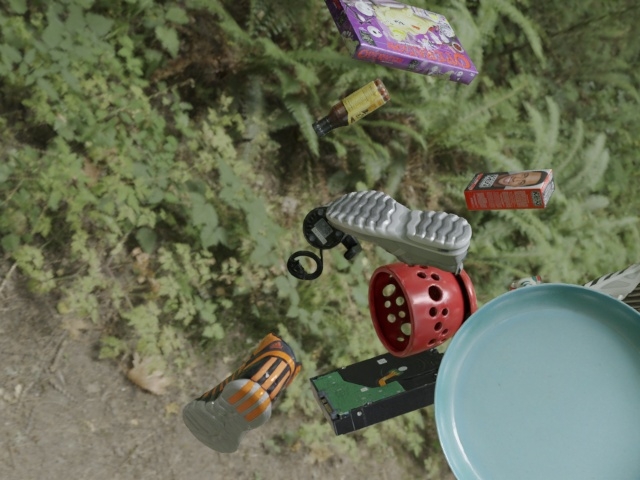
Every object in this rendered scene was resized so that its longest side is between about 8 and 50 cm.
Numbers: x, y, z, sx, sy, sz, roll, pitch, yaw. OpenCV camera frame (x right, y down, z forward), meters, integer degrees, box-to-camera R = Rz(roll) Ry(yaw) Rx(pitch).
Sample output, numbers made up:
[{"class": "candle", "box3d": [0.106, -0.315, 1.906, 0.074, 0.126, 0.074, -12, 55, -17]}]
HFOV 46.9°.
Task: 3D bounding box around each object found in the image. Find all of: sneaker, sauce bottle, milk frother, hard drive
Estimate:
[{"class": "sneaker", "box3d": [0.494, 0.129, 1.764, 0.161, 0.075, 0.057, -53, 136, -68]}, {"class": "sneaker", "box3d": [0.688, 0.170, 1.530, 0.169, 0.257, 0.447, 64, 18, -12]}, {"class": "sauce bottle", "box3d": [0.046, -0.204, 1.149, 0.042, 0.128, 0.042, 53, 16, -23]}, {"class": "milk frother", "box3d": [0.000, 0.000, 1.481, 0.129, 0.143, 0.135, 67, 13, -2]}, {"class": "sneaker", "box3d": [0.131, -0.003, 1.322, 0.105, 0.281, 0.115, -47, 143, -35]}, {"class": "sneaker", "box3d": [-0.133, 0.286, 1.389, 0.125, 0.321, 0.180, 49, 49, -5]}, {"class": "hard drive", "box3d": [0.161, 0.357, 1.817, 0.338, 0.237, 0.064, -16, 105, -11]}]

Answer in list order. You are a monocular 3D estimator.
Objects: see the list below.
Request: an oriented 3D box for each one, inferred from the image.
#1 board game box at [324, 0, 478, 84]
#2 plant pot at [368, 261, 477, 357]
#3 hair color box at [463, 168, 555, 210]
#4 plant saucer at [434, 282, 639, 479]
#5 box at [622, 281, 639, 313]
[{"class": "board game box", "box3d": [0.185, -0.465, 1.672, 0.346, 0.056, 0.208, 3, 57, -35]}, {"class": "plant pot", "box3d": [0.214, 0.129, 1.520, 0.174, 0.191, 0.191, -12, 79, -21]}, {"class": "hair color box", "box3d": [0.333, -0.089, 1.301, 0.072, 0.141, 0.043, -49, 129, -44]}, {"class": "plant saucer", "box3d": [0.301, 0.213, 0.929, 0.044, 0.317, 0.318, 76, 3, -73]}, {"class": "box", "box3d": [0.503, 0.089, 1.033, 0.094, 0.275, 0.113, -25, 59, -30]}]
